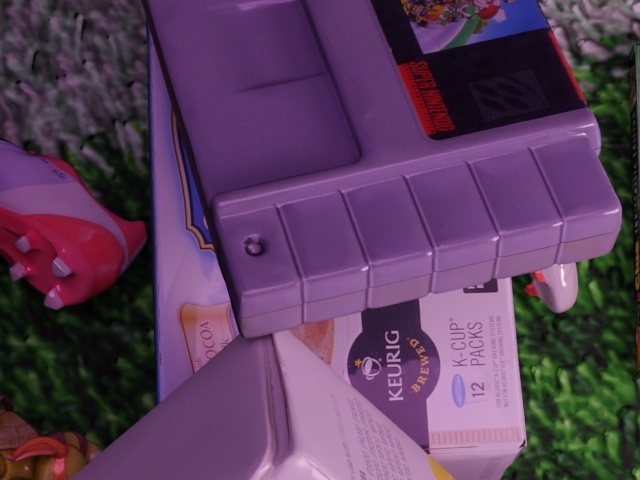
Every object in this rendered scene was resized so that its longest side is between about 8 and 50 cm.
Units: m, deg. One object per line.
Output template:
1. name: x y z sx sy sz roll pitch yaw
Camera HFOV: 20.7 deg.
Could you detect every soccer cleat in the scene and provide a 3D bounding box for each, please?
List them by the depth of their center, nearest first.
1. soccer cleat: -0.240 -0.046 1.298 0.248 0.083 0.095 38 45 15
2. soccer cleat: 0.171 -0.044 1.304 0.076 0.068 0.196 -10 72 -7

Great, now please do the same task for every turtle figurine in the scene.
1. turtle figurine: -0.242 0.146 1.164 0.217 0.269 0.087 4 98 23

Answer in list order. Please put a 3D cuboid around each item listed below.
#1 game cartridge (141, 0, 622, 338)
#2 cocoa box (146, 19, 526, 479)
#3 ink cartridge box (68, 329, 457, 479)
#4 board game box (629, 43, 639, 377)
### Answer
1. game cartridge: 0.018 -0.120 1.053 0.230 0.068 0.355 -16 55 -6
2. cocoa box: 0.000 0.000 1.199 0.228 0.231 0.347 -2 74 -2
3. ink cartridge box: 0.004 0.271 1.025 0.279 0.160 0.385 -41 115 13
4. board game box: 0.303 -0.022 1.319 0.136 0.030 0.259 2 74 1
